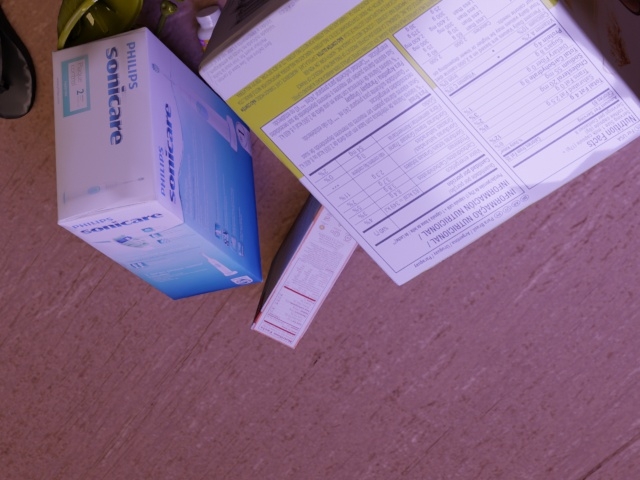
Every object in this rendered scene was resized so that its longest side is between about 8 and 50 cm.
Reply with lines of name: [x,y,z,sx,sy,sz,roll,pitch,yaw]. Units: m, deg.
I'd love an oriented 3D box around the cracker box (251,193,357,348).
cracker box: [0.000,0.000,2.009,0.067,0.155,0.232,26,124,-8]

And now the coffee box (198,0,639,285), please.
coffee box: [0.126,-0.226,1.730,0.338,0.337,0.334,-34,112,26]

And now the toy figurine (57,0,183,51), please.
toy figurine: [-0.220,-0.397,1.801,0.217,0.191,0.362,49,128,10]

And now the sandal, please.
sandal: [-0.424,-0.256,1.981,0.097,0.054,0.254,-8,121,15]

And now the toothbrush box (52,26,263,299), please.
toothbrush box: [-0.185,-0.080,1.877,0.126,0.216,0.295,-12,158,16]

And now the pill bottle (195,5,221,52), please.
pill bottle: [-0.122,-0.238,1.944,0.043,0.043,0.083,-11,119,17]
